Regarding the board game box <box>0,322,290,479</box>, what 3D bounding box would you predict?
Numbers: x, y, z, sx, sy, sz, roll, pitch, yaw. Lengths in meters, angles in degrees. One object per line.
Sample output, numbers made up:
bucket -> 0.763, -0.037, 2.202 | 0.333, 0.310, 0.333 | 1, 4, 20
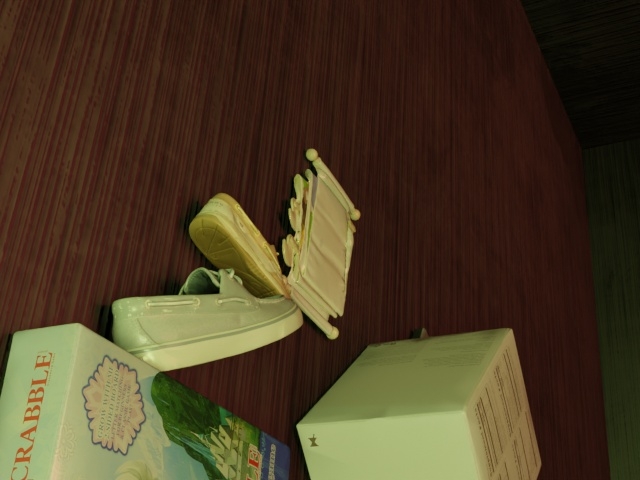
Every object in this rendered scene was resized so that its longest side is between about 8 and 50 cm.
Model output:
board game box -> -0.132, 0.268, 0.696 | 0.318, 0.065, 0.319 | 44, 42, -51

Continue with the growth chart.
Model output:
growth chart -> 0.000, 0.000, 1.145 | 0.172, 0.021, 0.237 | 55, 34, -41

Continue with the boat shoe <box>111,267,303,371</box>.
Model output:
boat shoe -> -0.095, 0.063, 0.829 | 0.227, 0.079, 0.081 | -10, 88, -56

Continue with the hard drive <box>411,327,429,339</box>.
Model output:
hard drive -> 0.150, 0.209, 1.382 | 0.094, 0.022, 0.135 | 66, 27, -27

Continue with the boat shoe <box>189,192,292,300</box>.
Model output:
boat shoe -> -0.068, 0.022, 0.939 | 0.170, 0.063, 0.059 | 60, 37, -35

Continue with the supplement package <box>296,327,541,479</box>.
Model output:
supplement package -> 0.130, 0.248, 1.109 | 0.262, 0.199, 0.198 | -34, 112, -64
